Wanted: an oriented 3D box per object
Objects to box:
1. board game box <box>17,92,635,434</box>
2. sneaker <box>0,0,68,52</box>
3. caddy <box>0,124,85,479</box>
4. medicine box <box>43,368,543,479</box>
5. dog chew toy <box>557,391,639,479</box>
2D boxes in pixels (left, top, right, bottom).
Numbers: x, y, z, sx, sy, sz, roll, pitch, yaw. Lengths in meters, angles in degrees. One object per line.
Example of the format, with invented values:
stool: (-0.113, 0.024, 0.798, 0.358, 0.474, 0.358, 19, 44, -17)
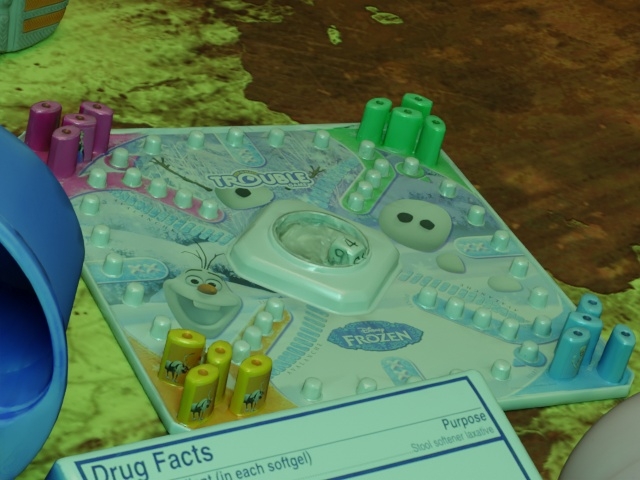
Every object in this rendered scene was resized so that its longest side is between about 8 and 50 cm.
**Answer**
board game box: (0.000, 0.000, 1.483, 0.390, 0.050, 0.390, -4, 36, -27)
sneaker: (-0.374, -0.215, 1.614, 0.180, 0.124, 0.321, 25, 22, 22)
caddy: (-0.302, 0.017, 1.109, 0.341, 0.241, 0.179, 37, 22, -11)
medicine box: (0.014, 0.237, 0.953, 0.264, 0.149, 0.289, -9, 56, -34)
dog chew toy: (0.259, 0.237, 1.095, 0.207, 0.206, 0.331, 3, 42, -19)
